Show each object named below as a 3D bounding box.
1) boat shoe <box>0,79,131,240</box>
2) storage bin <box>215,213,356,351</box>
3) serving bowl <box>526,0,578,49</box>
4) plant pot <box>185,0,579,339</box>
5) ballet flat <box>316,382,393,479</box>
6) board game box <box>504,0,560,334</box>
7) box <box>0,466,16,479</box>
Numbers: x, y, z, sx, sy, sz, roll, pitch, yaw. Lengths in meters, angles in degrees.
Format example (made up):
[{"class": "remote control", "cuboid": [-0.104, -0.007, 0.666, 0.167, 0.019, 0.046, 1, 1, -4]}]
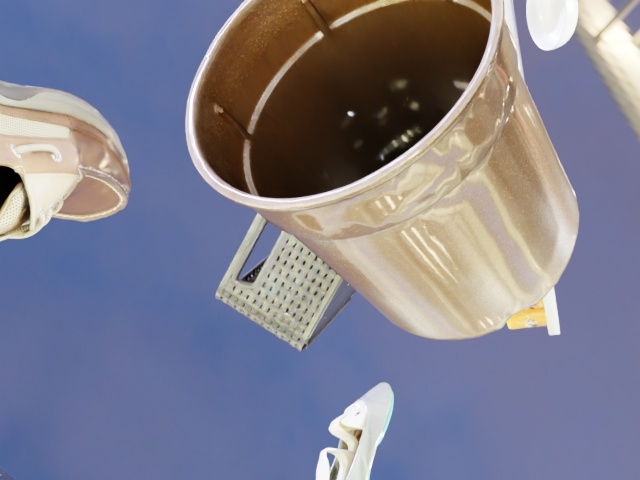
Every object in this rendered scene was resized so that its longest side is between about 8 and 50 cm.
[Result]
[{"class": "boat shoe", "cuboid": [-0.246, -0.051, 1.025, 0.324, 0.123, 0.116, 22, -131, -60]}, {"class": "storage bin", "cuboid": [0.000, 0.000, 1.152, 0.084, 0.122, 0.180, 32, -158, 8]}, {"class": "serving bowl", "cuboid": [0.249, -0.243, 1.480, 0.027, 0.083, 0.083, -7, -126, -19]}, {"class": "plant pot", "cuboid": [0.045, -0.040, 0.710, 0.165, 0.167, 0.167, 50, -157, -44]}, {"class": "ballet flat", "cuboid": [0.037, 0.256, 1.737, 0.068, 0.072, 0.213, 30, -126, -19]}, {"class": "board game box", "cuboid": [0.144, -0.153, 1.179, 0.390, 0.050, 0.390, 58, -155, -67]}, {"class": "box", "cuboid": [-0.336, 0.336, 1.527, 0.051, 0.220, 0.175, -23, -80, -22]}]
